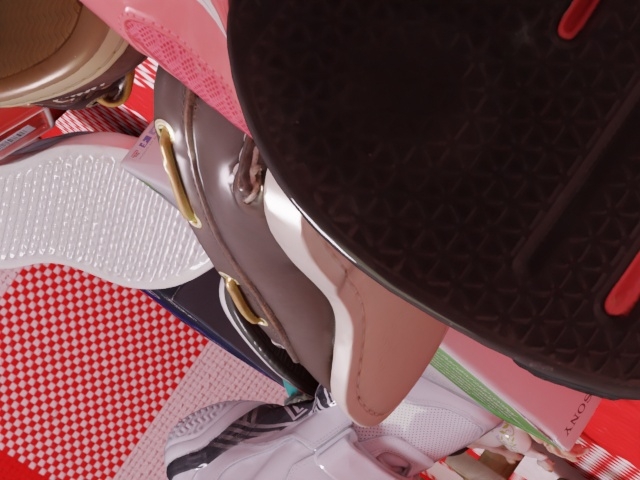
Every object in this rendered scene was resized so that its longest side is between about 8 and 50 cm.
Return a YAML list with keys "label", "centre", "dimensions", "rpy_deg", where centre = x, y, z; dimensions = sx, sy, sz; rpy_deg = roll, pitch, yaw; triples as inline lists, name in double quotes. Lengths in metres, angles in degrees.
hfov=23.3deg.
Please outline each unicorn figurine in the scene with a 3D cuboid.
- label: "unicorn figurine"
  centre: [0.144, 0.168, 1.343]
  dimensions: [0.111, 0.060, 0.162]
  rpy_deg: [24, 145, -36]

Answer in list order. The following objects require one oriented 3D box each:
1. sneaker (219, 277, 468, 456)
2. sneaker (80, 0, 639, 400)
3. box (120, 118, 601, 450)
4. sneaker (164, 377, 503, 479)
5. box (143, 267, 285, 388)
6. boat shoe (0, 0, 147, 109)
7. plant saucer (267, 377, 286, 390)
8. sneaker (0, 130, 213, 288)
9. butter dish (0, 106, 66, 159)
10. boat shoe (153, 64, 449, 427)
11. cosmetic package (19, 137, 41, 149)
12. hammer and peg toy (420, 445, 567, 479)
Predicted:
- label: "sneaker"
  centre: [-0.001, 0.097, 1.438]
  dimensions: [0.295, 0.124, 0.178]
  rpy_deg: [37, 163, -26]
- label: "sneaker"
  centre: [0.000, -0.082, 0.418]
  dimensions: [0.314, 0.116, 0.136]
  rpy_deg: [40, -176, 9]
- label: "box"
  centre: [0.021, 0.022, 1.089]
  dimensions: [0.232, 0.058, 0.322]
  rpy_deg: [40, 172, -36]
- label: "sneaker"
  centre: [0.010, 0.218, 1.261]
  dimensions: [0.366, 0.210, 0.137]
  rpy_deg: [-23, 140, 36]
- label: "box"
  centre: [-0.127, 0.039, 1.680]
  dimensions: [0.184, 0.103, 0.261]
  rpy_deg: [26, 169, 36]
- label: "boat shoe"
  centre: [-0.141, -0.121, 0.767]
  dimensions: [0.123, 0.123, 0.342]
  rpy_deg: [3, -179, -33]
- label: "plant saucer"
  centre: [-0.022, 0.155, 2.006]
  dimensions: [0.332, 0.084, 0.332]
  rpy_deg: [34, 173, 5]
- label: "sneaker"
  centre: [-0.177, -0.049, 1.372]
  dimensions: [0.366, 0.150, 0.135]
  rpy_deg: [6, 117, 42]
- label: "butter dish"
  centre: [-0.298, -0.127, 1.298]
  dimensions: [0.118, 0.160, 0.160]
  rpy_deg: [57, 172, 2]
- label: "boat shoe"
  centre: [0.000, 0.000, 0.780]
  dimensions: [0.097, 0.116, 0.324]
  rpy_deg: [27, 164, 21]
- label: "cosmetic package"
  centre: [-0.449, -0.126, 1.939]
  dimensions: [0.107, 0.127, 0.238]
  rpy_deg: [30, 170, 34]
- label: "hammer and peg toy"
  centre: [0.240, 0.292, 1.558]
  dimensions: [0.266, 0.127, 0.361]
  rpy_deg: [31, 172, 38]
